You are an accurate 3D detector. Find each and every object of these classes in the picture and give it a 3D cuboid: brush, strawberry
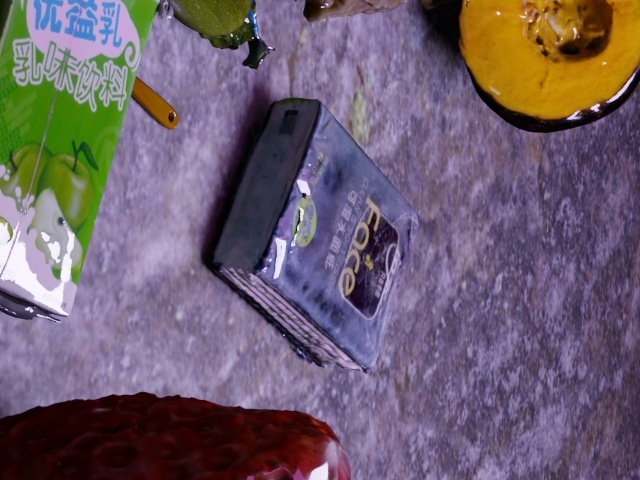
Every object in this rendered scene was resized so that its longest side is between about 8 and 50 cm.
[{"bbox_3d":[-0.153,-0.128,1.474,0.170,0.014,0.043,43,61,-55],"label":"brush"},{"bbox_3d":[-0.140,0.241,1.289,0.292,0.310,0.291,5,90,-65],"label":"strawberry"}]

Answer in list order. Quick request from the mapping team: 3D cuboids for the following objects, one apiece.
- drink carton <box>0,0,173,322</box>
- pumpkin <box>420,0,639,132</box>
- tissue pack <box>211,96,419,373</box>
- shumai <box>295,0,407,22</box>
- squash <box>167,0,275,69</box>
[{"bbox_3d":[-0.214,-0.085,1.281,0.161,0.108,0.271,35,66,-57],"label":"drink carton"},{"bbox_3d":[0.215,-0.273,1.929,0.232,0.242,0.324,-72,162,-87],"label":"pumpkin"},{"bbox_3d":[0.000,0.000,1.705,0.235,0.073,0.173,47,57,-53],"label":"tissue pack"},{"bbox_3d":[0.030,-0.370,1.602,0.283,0.217,0.346,62,-12,14],"label":"shumai"},{"bbox_3d":[-0.117,-0.244,1.444,0.087,0.087,0.331,-65,146,-28],"label":"squash"}]
